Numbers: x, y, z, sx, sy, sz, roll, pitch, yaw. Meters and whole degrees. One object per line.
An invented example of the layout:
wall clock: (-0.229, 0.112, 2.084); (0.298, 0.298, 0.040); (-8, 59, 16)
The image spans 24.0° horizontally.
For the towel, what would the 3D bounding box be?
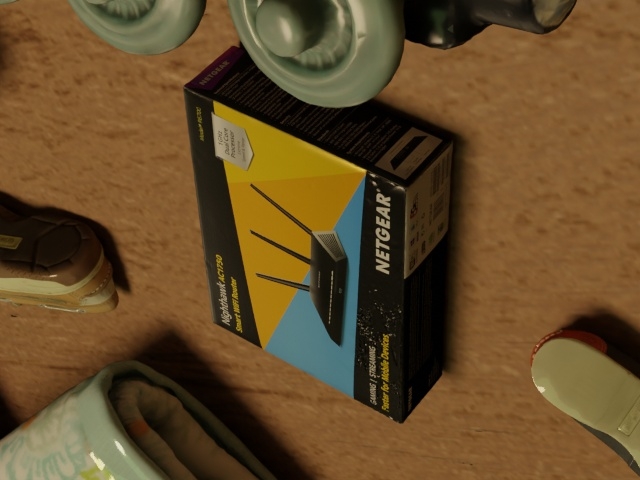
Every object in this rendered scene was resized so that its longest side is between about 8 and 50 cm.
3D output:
towel: (-0.113, 0.287, 1.062); (0.320, 0.090, 0.374); (-37, 100, 33)

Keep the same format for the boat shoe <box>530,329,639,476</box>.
boat shoe: (0.159, 0.090, 0.719); (0.137, 0.049, 0.043); (37, -172, 7)

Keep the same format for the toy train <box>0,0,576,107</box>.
toy train: (-0.049, -0.177, 0.575); (0.334, 0.142, 0.190); (20, 130, 31)

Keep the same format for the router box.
router box: (0.000, 0.000, 0.781); (0.133, 0.046, 0.179); (26, 142, 25)

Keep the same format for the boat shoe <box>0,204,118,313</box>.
boat shoe: (-0.216, 0.016, 1.011); (0.190, 0.068, 0.072); (17, 149, 34)
